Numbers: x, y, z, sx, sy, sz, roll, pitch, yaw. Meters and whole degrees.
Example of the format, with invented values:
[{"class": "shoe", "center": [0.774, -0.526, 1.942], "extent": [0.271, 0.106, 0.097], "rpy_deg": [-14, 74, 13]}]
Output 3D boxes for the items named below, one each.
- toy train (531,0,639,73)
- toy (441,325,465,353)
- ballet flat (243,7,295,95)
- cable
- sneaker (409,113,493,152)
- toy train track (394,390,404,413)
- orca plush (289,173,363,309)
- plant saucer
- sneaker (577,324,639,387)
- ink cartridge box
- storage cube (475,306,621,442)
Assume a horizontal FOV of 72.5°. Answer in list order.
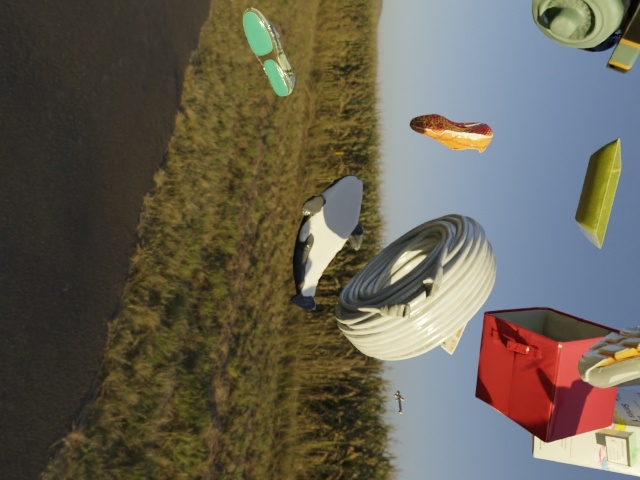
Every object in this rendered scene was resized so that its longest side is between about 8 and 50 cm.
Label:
[{"class": "toy train", "center": [0.272, -0.236, 0.287], "extent": [0.142, 0.190, 0.334], "rpy_deg": [-53, 157, -5]}, {"class": "toy", "center": [0.387, 0.187, 1.230], "extent": [0.237, 0.137, 0.056], "rpy_deg": [-57, -162, -17]}, {"class": "ballet flat", "center": [-0.105, -0.403, 0.928], "extent": [0.070, 0.070, 0.188], "rpy_deg": [-86, 159, -48]}, {"class": "cable", "center": [0.138, 0.062, 0.652], "extent": [0.257, 0.089, 0.257], "rpy_deg": [-45, -170, -32]}, {"class": "sneaker", "center": [0.275, -0.225, 0.938], "extent": [0.067, 0.175, 0.064], "rpy_deg": [97, 12, -52]}, {"class": "toy train track", "center": [0.268, 0.555, 1.496], "extent": [0.014, 0.048, 0.083], "rpy_deg": [-42, -155, 29]}, {"class": "orca plush", "center": [0.000, 0.000, 0.906], "extent": [0.102, 0.151, 0.287], "rpy_deg": [6, -95, 61]}, {"class": "plant saucer", "center": [0.567, -0.091, 0.893], "extent": [0.188, 0.045, 0.188], "rpy_deg": [17, 88, -54]}, {"class": "sneaker", "center": [0.347, 0.108, 0.383], "extent": [0.084, 0.215, 0.083], "rpy_deg": [14, 62, -74]}, {"class": "ink cartridge box", "center": [0.634, 0.423, 1.009], "extent": [0.201, 0.278, 0.117], "rpy_deg": [-17, 108, -69]}, {"class": "storage cube", "center": [0.448, 0.253, 0.872], "extent": [0.184, 0.215, 0.193], "rpy_deg": [-160, -109, -64]}]
